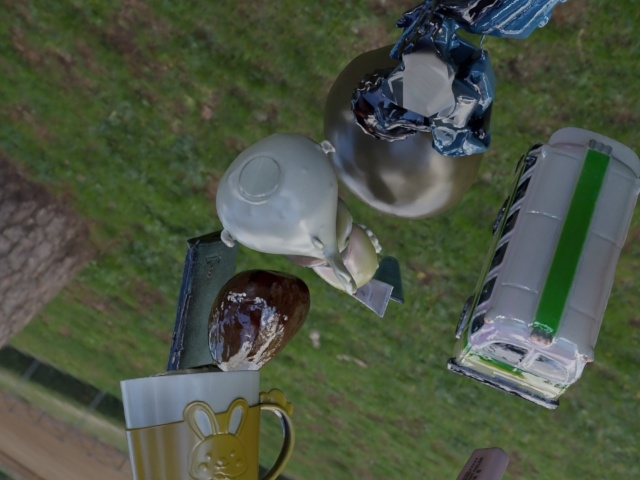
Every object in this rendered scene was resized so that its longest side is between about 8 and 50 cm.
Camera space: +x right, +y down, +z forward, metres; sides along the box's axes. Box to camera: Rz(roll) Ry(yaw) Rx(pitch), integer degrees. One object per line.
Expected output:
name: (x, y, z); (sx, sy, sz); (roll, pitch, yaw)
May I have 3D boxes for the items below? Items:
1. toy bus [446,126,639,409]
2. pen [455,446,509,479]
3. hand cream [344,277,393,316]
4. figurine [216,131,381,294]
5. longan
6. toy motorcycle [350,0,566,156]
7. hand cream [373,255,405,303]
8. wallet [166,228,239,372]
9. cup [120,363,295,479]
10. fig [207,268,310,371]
toy bus: (0.269, 0.017, 1.121); (0.143, 0.305, 0.179); (22, 158, 6)
pen: (0.134, 0.283, 0.966); (0.053, 0.197, 0.032); (-16, 114, 41)
hand cream: (0.049, 0.073, 1.786); (0.216, 0.038, 0.052); (28, 135, 44)
figurine: (0.000, 0.000, 1.587); (0.274, 0.226, 0.394); (57, -172, 34)
longan: (0.154, -0.199, 1.748); (0.319, 0.319, 0.319); (27, 156, 13)
toy motorcycle: (0.223, -0.273, 1.449); (0.232, 0.172, 0.416); (29, 131, -12)
hand cream: (0.159, 0.090, 2.247); (0.083, 0.048, 0.224); (21, -160, -1)
wallet: (-0.233, 0.168, 1.837); (0.046, 0.379, 0.191); (17, -168, 15)
cup: (-0.140, 0.276, 1.274); (0.241, 0.226, 0.185); (2, 169, -27)
fig: (-0.126, 0.165, 1.606); (0.145, 0.274, 0.170); (30, -166, 12)
